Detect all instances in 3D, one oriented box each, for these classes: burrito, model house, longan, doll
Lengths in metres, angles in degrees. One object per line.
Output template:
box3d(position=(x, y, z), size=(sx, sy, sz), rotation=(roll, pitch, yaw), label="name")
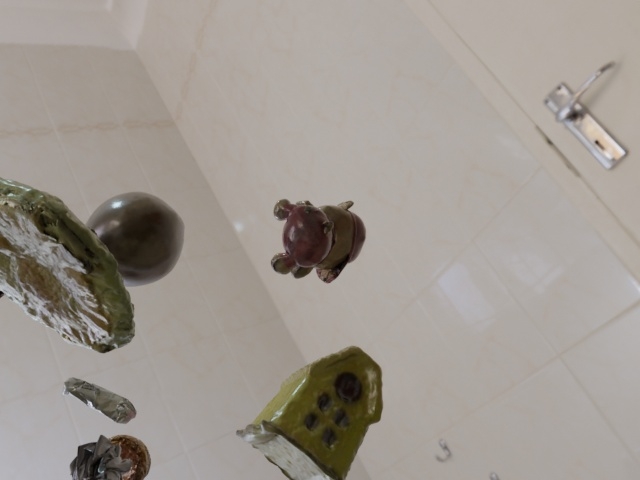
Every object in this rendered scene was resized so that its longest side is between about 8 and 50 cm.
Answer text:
box3d(position=(-0.532, 0.384, 1.377), size=(0.064, 0.203, 0.064), rotation=(20, -90, -77), label="burrito")
box3d(position=(-0.005, 0.285, 0.992), size=(0.234, 0.175, 0.193), rotation=(-56, 4, -33), label="model house")
box3d(position=(-0.549, 0.004, 1.670), size=(0.288, 0.288, 0.350), rotation=(-13, -13, -37), label="longan")
box3d(position=(-0.003, -0.002, 1.302), size=(0.256, 0.152, 0.196), rotation=(3, -59, -55), label="doll")

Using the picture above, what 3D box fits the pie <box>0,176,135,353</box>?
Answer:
box3d(position=(-0.371, 0.031, 0.777), size=(0.071, 0.306, 0.306), rotation=(-58, -1, -42), label="pie")

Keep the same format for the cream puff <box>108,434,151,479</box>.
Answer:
box3d(position=(-0.606, 0.701, 1.776), size=(0.183, 0.183, 0.169), rotation=(-28, -18, -8), label="cream puff")

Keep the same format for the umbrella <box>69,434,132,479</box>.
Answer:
box3d(position=(-0.393, 0.470, 1.033), size=(0.118, 0.118, 0.340), rotation=(-22, 15, -21), label="umbrella")

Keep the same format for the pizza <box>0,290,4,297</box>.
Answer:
box3d(position=(-1.055, 0.095, 1.656), size=(0.435, 0.080, 0.391), rotation=(16, -81, -40), label="pizza")
